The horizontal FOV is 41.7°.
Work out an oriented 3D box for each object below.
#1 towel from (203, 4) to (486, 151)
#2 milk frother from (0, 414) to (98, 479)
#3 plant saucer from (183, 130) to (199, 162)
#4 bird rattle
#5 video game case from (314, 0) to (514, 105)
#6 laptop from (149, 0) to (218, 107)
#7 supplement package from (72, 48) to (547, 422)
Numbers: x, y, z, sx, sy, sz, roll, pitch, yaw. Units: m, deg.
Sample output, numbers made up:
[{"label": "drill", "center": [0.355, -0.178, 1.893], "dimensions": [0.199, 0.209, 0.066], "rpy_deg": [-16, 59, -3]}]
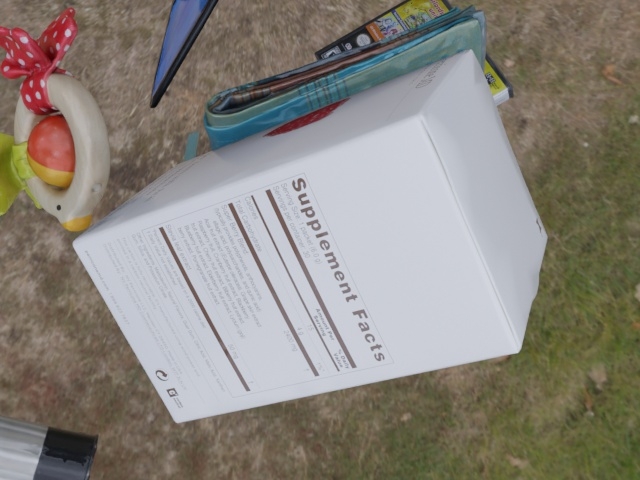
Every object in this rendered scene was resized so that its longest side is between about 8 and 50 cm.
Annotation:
[{"label": "towel", "center": [0.046, -0.063, 0.890], "dimensions": [0.272, 0.040, 0.370], "rpy_deg": [-21, 146, -3]}, {"label": "milk frother", "center": [-0.327, 0.274, 0.911], "dimensions": [0.135, 0.143, 0.129], "rpy_deg": [16, 127, -13]}, {"label": "plant saucer", "center": [-0.184, -0.074, 1.144], "dimensions": [0.018, 0.192, 0.067], "rpy_deg": [10, 128, -9]}, {"label": "bird rattle", "center": [-0.303, -0.128, 0.969], "dimensions": [0.207, 0.143, 0.253], "rpy_deg": [42, 117, 25]}, {"label": "video game case", "center": [0.154, -0.286, 1.448], "dimensions": [0.248, 0.274, 0.035], "rpy_deg": [-30, 151, 4]}, {"label": "laptop", "center": [-0.126, -0.281, 0.623], "dimensions": [0.264, 0.136, 0.234], "rpy_deg": [47, 130, 5]}, {"label": "supplement package", "center": [0.000, 0.000, 0.651], "dimensions": [0.293, 0.177, 0.175], "rpy_deg": [-17, 108, 27]}]
